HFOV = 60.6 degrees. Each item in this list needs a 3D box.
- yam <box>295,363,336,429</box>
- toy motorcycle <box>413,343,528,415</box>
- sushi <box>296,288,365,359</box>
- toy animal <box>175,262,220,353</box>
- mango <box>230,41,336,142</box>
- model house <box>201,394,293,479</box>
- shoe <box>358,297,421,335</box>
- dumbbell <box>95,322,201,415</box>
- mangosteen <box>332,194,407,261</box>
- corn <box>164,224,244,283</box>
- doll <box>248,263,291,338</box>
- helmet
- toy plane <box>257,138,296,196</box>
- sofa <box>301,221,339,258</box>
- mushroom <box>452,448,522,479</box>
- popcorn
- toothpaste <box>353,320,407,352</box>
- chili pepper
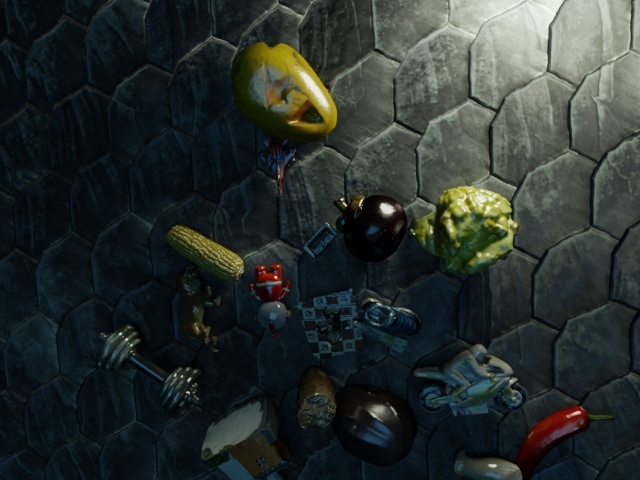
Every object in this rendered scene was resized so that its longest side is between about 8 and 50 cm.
[{"bbox_3d":[-0.016,0.501,1.745,0.128,0.238,0.129,-39,96,5],"label":"yam"},{"bbox_3d":[0.468,0.437,1.717,0.341,0.108,0.223,-7,95,8],"label":"toy motorcycle"},{"bbox_3d":[0.039,0.272,1.801,0.193,0.040,0.210,-14,99,9],"label":"sushi"},{"bbox_3d":[-0.426,0.232,1.857,0.157,0.097,0.312,8,100,21],"label":"toy animal"},{"bbox_3d":[-0.111,-0.447,1.685,0.365,0.182,0.253,35,99,-7],"label":"mango"},{"bbox_3d":[-0.211,0.721,1.849,0.271,0.190,0.301,-31,106,8],"label":"model house"},{"bbox_3d":[0.219,0.252,1.739,0.207,0.106,0.091,19,101,1],"label":"shoe"},{"bbox_3d":[-0.578,0.434,1.852,0.406,0.179,0.179,33,101,4],"label":"dumbbell"},{"bbox_3d":[0.140,-0.053,1.675,0.250,0.211,0.211,32,101,16],"label":"mangosteen"},{"bbox_3d":[-0.382,0.039,1.820,0.293,0.106,0.106,32,100,7],"label":"corn"},{"bbox_3d":[-0.161,0.202,1.811,0.142,0.076,0.245,-8,91,11],"label":"doll"},{"bbox_3d":[0.160,0.607,1.755,0.305,0.177,0.225,12,100,6],"label":"helmet"},{"bbox_3d":[-0.136,-0.237,1.763,0.130,0.061,0.189,-5,100,9],"label":"toy plane"},{"bbox_3d":[0.000,0.000,1.778,0.060,0.039,0.118,45,101,1],"label":"sofa"},{"bbox_3d":[0.532,0.737,1.750,0.212,0.088,0.097,4,129,17],"label":"mushroom"},{"bbox_3d":[0.430,-0.020,1.603,0.237,0.293,0.293,22,100,-12],"label":"popcorn"},{"bbox_3d":[0.191,0.305,1.769,0.197,0.029,0.048,28,98,-12],"label":"toothpaste"},{"bbox_3d":[0.727,0.623,1.718,0.137,0.092,0.368,40,109,-16],"label":"chili pepper"}]
